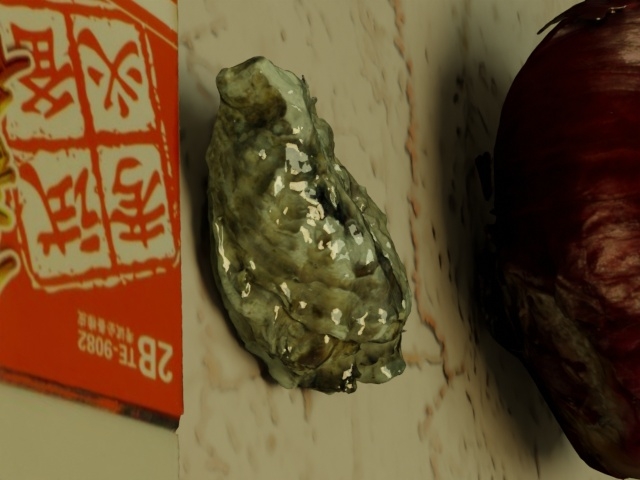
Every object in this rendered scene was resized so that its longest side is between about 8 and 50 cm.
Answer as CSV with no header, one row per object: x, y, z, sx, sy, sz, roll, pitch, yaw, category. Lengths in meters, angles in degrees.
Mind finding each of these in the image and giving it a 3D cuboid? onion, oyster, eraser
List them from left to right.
-0.100,-0.009,0.505,0.157,0.038,0.230,28,56,-59,eraser
0.000,0.000,0.685,0.177,0.064,0.125,34,47,-58,oyster
0.221,-0.006,0.938,0.314,0.232,0.314,29,58,-58,onion
